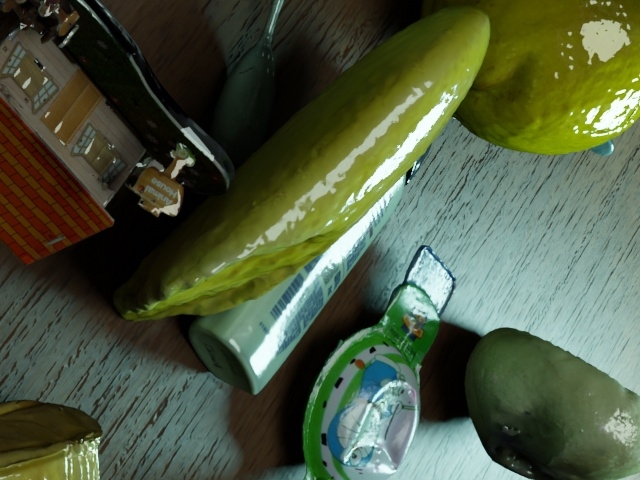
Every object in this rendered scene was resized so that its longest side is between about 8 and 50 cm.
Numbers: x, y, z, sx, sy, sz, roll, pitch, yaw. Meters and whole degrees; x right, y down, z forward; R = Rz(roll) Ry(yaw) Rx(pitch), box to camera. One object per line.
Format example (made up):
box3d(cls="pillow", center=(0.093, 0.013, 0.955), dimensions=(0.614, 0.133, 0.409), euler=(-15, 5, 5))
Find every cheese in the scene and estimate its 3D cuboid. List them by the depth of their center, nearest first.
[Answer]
box3d(cls="cheese", center=(0.069, 0.158, 1.657), dimensions=(0.204, 0.083, 0.320), euler=(46, 67, -44))

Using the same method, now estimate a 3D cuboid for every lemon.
box3d(cls="lemon", center=(0.255, -0.233, 1.622), dimensions=(0.297, 0.297, 0.297), euler=(-15, 111, -46))

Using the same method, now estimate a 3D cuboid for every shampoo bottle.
box3d(cls="shampoo bottle", center=(0.000, 0.000, 1.545), dimensions=(0.359, 0.078, 0.134), euler=(-53, 145, -26))

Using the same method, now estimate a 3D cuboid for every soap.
box3d(cls="soap", center=(-0.002, -0.060, 1.344), dimensions=(0.427, 0.306, 0.115), euler=(-44, 89, -12))

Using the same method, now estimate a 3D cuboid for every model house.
box3d(cls="model house", center=(-0.231, -0.087, 1.167), dimensions=(0.154, 0.207, 0.294), euler=(-56, 134, -20))

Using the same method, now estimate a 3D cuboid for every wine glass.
box3d(cls="wine glass", center=(-0.062, -0.168, 1.441), dimensions=(0.066, 0.066, 0.198), euler=(20, 85, -49))

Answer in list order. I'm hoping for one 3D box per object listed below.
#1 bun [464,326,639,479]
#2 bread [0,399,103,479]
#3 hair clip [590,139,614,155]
box3d(cls="bun", center=(0.293, 0.220, 1.803), dimensions=(0.273, 0.273, 0.168), euler=(37, 78, -47))
box3d(cls="bread", center=(-0.278, 0.208, 1.243), dimensions=(0.190, 0.132, 0.114), euler=(-14, 112, -43))
box3d(cls="hair clip", center=(0.299, -0.184, 1.871), dimensions=(0.275, 0.048, 0.083), euler=(18, 88, -44))
